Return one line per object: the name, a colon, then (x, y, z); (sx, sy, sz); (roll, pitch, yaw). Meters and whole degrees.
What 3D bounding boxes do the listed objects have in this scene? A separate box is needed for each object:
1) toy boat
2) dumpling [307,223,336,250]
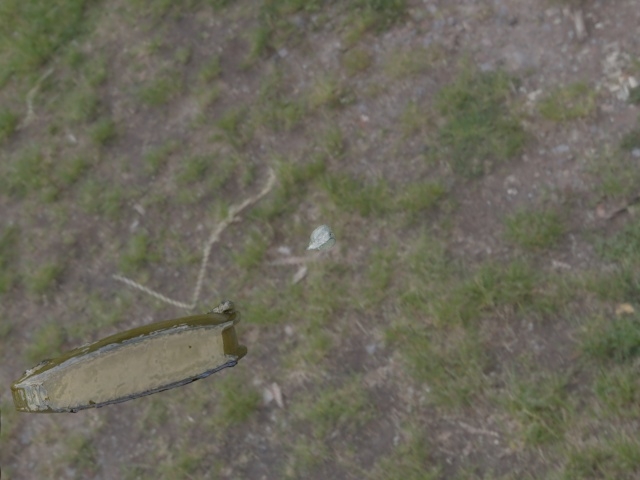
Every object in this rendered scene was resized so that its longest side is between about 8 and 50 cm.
toy boat: (-0.254, 0.163, 1.335); (0.321, 0.089, 0.121); (-16, 9, -16)
dumpling: (-0.001, -0.001, 1.808); (0.059, 0.043, 0.077); (-40, 30, 9)
